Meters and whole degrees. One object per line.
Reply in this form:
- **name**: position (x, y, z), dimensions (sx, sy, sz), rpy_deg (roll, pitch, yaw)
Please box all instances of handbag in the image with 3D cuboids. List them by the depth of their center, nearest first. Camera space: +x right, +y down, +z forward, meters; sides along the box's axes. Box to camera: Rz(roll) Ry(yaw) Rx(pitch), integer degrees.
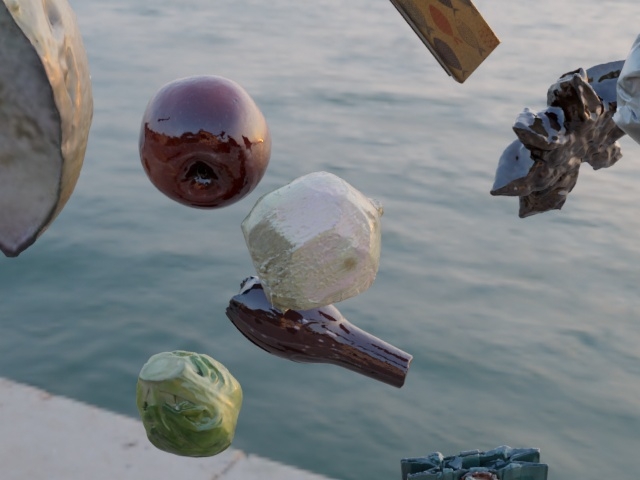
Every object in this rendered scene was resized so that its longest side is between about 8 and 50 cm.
- **handbag**: position (0.287, 0.517, 2.052), dimensions (0.269, 0.274, 0.100), rpy_deg (-3, 34, -1)

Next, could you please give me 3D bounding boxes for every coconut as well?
- **coconut**: position (-0.001, -0.003, 1.458), dimensions (0.194, 0.194, 0.194), rpy_deg (3, 16, -1)

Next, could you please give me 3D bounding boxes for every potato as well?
- **potato**: position (-0.226, -0.160, 0.791), dimensions (0.189, 0.211, 0.264), rpy_deg (28, 32, -17)

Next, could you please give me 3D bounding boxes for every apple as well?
- **apple**: position (-0.190, -0.162, 1.798), dimensions (0.218, 0.218, 0.201), rpy_deg (3, 52, -1)

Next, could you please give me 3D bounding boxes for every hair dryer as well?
- **hair dryer**: position (0.026, 0.060, 1.716), dimensions (0.313, 0.340, 0.123), rpy_deg (20, 32, 5)

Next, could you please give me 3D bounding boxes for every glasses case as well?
- **glasses case**: position (0.120, -0.241, 1.141), dimensions (0.170, 0.064, 0.041), rpy_deg (42, 1, -43)

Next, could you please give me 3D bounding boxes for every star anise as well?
- **star anise**: position (0.391, -0.155, 1.711), dimensions (0.315, 0.315, 0.108), rpy_deg (-10, 43, -39)

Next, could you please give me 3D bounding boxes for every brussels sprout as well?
- **brussels sprout**: position (-0.248, 0.306, 2.031), dimensions (0.223, 0.223, 0.161), rpy_deg (11, 30, 24)

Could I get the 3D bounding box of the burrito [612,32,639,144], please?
- **burrito**: position (0.493, -0.071, 1.238), dimensions (0.445, 0.139, 0.101), rpy_deg (40, -4, -22)
